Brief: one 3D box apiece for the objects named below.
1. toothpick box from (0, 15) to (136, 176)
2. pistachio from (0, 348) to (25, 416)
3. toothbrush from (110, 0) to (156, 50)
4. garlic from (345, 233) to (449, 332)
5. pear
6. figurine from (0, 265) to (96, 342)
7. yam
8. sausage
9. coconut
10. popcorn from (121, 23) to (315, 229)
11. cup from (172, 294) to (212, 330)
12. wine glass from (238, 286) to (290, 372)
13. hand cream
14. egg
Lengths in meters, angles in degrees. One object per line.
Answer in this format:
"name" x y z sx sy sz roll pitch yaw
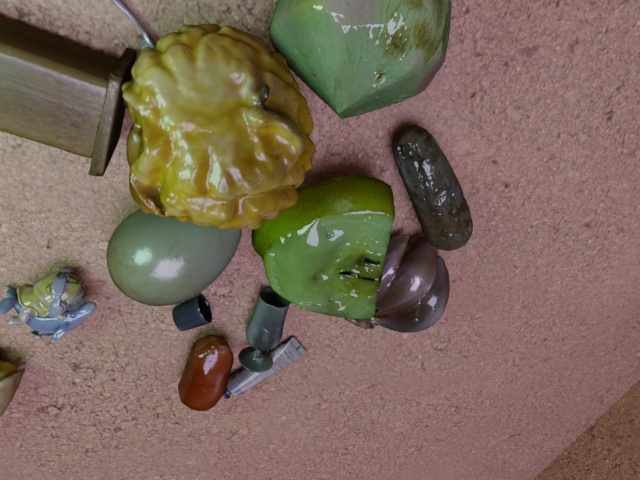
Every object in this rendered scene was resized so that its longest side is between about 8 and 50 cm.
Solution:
"toothpick box" -0.494 -0.267 0.836 0.307 0.188 0.190 16 121 -21
"pistachio" -0.867 0.387 1.220 0.299 0.187 0.187 -41 126 7
"toothbrush" -0.369 -0.431 0.843 0.029 0.025 0.307 -25 129 13
"garlic" 0.221 0.137 1.347 0.325 0.132 0.279 -39 118 22
"pear" 0.000 0.000 1.147 0.317 0.239 0.343 3 131 -3
"figurine" -0.622 0.141 1.130 0.208 0.128 0.184 11 120 -17
"yam" 0.262 -0.129 1.185 0.133 0.133 0.330 -30 124 7
"sausage" -0.317 0.371 1.383 0.133 0.133 0.259 10 118 -22
"coconut" 0.071 -0.362 0.838 0.328 0.281 0.329 -9 104 -42
"popcorn" -0.183 -0.185 0.881 0.348 0.381 0.349 -1 94 -15
"cup" -0.335 0.178 1.275 0.077 0.078 0.100 -21 94 5
"wine glass" -0.149 0.241 1.349 0.103 0.103 0.231 9 119 -21
"hand cream" -0.174 0.384 1.481 0.276 0.059 0.095 -31 126 2
"egg" -0.307 0.016 1.069 0.295 0.218 0.219 -27 129 -10
